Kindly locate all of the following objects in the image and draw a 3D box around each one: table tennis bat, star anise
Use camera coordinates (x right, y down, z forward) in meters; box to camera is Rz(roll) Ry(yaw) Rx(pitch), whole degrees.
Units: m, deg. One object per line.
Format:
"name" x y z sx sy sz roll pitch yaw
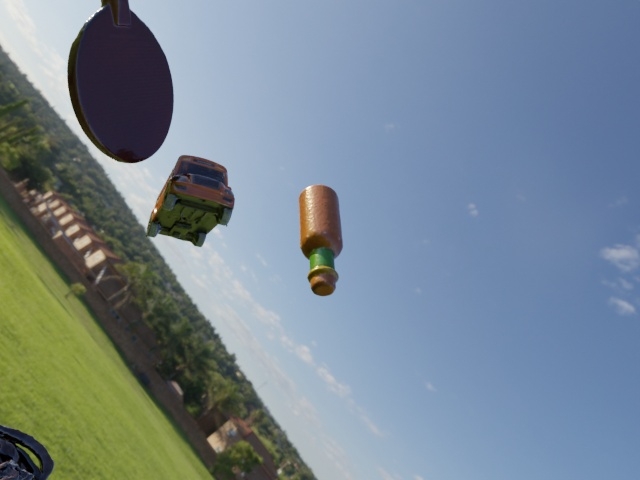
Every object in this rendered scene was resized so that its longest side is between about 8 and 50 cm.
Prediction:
"table tennis bat" -0.400 -0.363 0.981 0.051 0.268 0.414 9 -67 22
"star anise" -0.387 0.317 0.592 0.190 0.126 0.220 49 -46 22

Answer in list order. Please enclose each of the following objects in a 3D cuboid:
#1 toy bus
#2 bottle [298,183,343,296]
"toy bus" -0.299 -0.090 1.110 0.143 0.153 0.329 14 -19 -23
"bottle" 0.000 0.000 0.730 0.069 0.069 0.187 75 10 -48
